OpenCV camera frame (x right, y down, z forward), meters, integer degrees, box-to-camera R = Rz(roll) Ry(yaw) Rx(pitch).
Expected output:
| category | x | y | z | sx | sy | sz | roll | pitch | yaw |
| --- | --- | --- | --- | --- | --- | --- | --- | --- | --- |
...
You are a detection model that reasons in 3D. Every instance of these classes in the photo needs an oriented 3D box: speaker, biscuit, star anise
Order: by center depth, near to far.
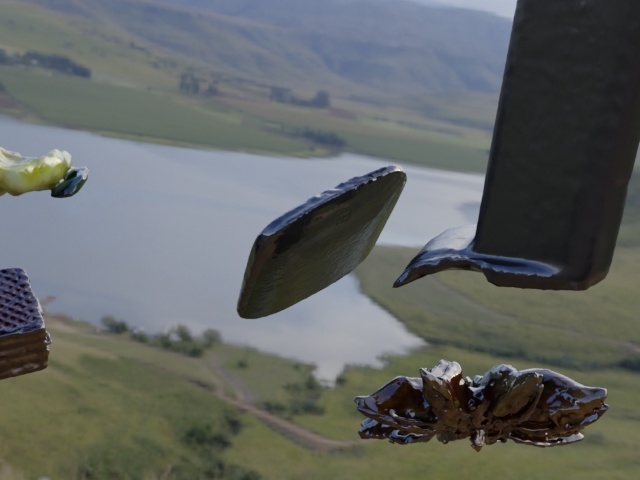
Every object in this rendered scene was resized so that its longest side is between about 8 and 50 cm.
| category | x | y | z | sx | sy | sz | roll | pitch | yaw |
| --- | --- | --- | --- | --- | --- | --- | --- | --- | --- |
| speaker | 0.201 | -0.130 | 0.894 | 0.184 | 0.388 | 0.180 | 14 | 17 | 15 |
| biscuit | -0.412 | 0.102 | 1.016 | 0.252 | 0.070 | 0.106 | -11 | 42 | -22 |
| star anise | 0.169 | 0.186 | 1.078 | 0.288 | 0.088 | 0.288 | -1 | -19 | 0 |

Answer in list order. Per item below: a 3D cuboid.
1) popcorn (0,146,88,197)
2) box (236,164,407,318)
| category | x | y | z | sx | sy | sz | roll | pitch | yaw |
| --- | --- | --- | --- | --- | --- | --- | --- | --- | --- |
| popcorn | -0.419 | -0.057 | 0.904 | 0.293 | 0.237 | 0.293 | -27 | 26 | 14 |
| box | 0.000 | 0.000 | 1.075 | 0.212 | 0.201 | 0.042 | -28 | 67 | -30 |
